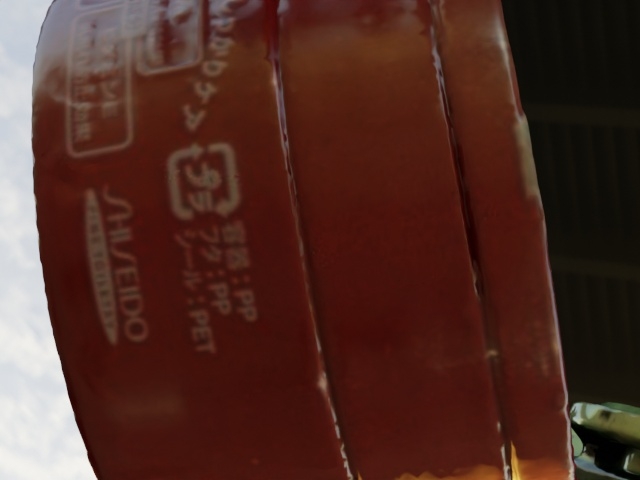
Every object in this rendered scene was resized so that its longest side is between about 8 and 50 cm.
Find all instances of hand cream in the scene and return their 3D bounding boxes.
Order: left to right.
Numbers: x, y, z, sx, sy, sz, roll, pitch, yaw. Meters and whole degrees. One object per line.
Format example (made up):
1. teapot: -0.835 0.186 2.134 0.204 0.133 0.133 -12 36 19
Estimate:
1. hand cream: 0.000 0.000 0.452 0.149 0.230 0.230 -8 -60 4

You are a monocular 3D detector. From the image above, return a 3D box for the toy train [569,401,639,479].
1. toy train: 0.151 0.176 0.755 0.272 0.179 0.442 24 -9 -29
